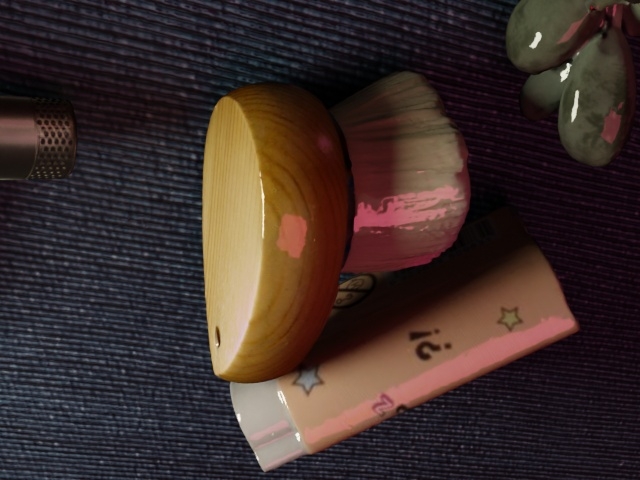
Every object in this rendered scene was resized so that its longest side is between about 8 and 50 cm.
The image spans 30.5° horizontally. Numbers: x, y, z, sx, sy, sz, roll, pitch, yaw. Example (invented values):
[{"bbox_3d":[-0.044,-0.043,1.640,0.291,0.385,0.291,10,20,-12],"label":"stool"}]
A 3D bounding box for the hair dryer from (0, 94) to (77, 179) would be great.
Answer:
[{"bbox_3d":[-0.361,-0.002,0.831,0.320,0.155,0.284,8,118,-35],"label":"hair dryer"}]

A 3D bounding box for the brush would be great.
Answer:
[{"bbox_3d":[0.000,0.000,0.927,0.166,0.174,0.266,-3,126,-22],"label":"brush"}]

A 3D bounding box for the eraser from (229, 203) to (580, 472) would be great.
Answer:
[{"bbox_3d":[0.063,0.079,1.036,0.290,0.171,0.087,-25,116,5],"label":"eraser"}]

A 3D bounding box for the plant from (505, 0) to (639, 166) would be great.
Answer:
[{"bbox_3d":[0.219,-0.194,0.852,0.149,0.146,0.274,11,131,-3],"label":"plant"}]
